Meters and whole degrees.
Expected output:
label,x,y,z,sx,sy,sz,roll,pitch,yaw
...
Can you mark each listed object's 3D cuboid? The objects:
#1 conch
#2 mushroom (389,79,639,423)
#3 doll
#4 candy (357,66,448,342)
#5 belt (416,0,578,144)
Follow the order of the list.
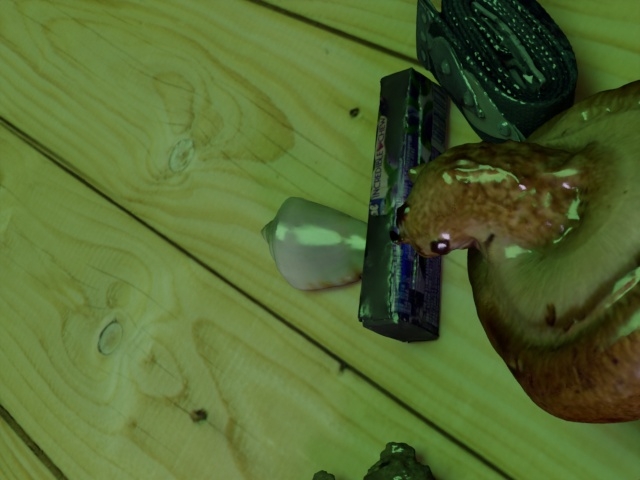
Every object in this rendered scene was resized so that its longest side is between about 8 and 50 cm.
label,x,y,z,sx,sy,sz,roll,pitch,yaw
conch,0.003,0.006,1.362,0.176,0.094,0.104,13,65,16
mushroom,0.241,-0.004,0.993,0.345,0.259,0.346,-41,31,33
doll,0.014,0.332,1.202,0.285,0.091,0.203,-29,43,41
candy,0.098,-0.043,1.277,0.061,0.088,0.313,-10,66,36
belt,0.200,-0.183,1.236,0.122,0.128,0.218,-20,53,-12
